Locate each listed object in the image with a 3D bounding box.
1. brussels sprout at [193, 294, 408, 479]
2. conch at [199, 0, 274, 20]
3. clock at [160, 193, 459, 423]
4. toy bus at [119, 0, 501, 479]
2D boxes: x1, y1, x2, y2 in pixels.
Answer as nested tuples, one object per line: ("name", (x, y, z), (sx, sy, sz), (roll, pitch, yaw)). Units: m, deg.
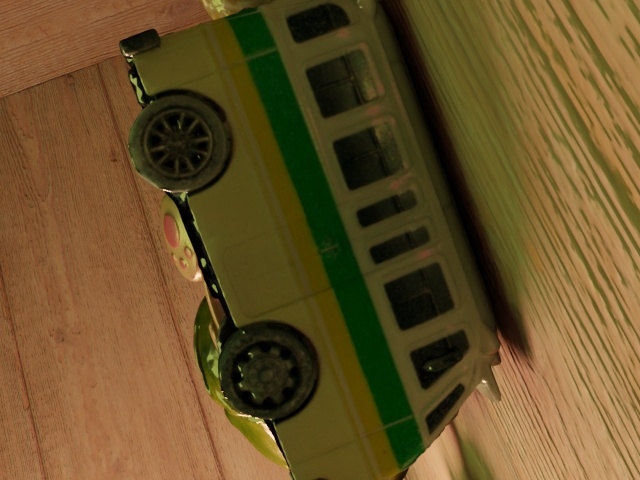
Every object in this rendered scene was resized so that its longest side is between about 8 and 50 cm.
("brussels sprout", (-0.004, 0.146, 1.096), (0.294, 0.227, 0.259), (31, 164, 8))
("conch", (-0.080, -0.261, 0.969), (0.173, 0.106, 0.116), (56, -161, -10))
("clock", (-0.015, 0.045, 0.856), (0.284, 0.114, 0.309), (-37, 75, 56))
("toy bus", (0.000, 0.000, 0.556), (0.133, 0.164, 0.276), (-143, 32, -83))
